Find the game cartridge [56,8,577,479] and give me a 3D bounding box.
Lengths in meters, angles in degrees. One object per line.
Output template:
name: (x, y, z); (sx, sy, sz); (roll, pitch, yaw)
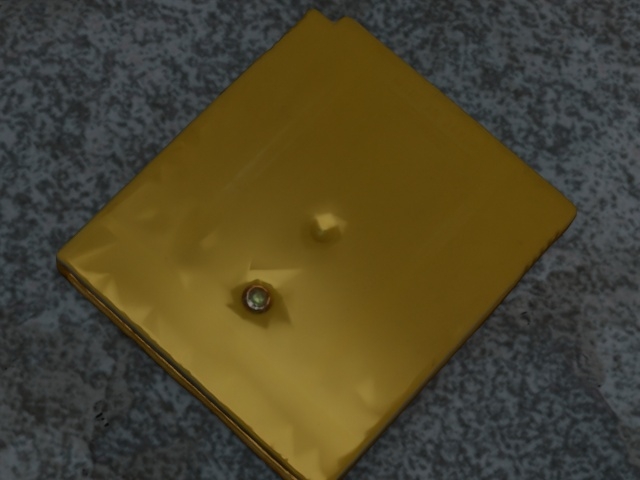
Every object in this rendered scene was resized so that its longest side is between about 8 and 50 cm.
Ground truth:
game cartridge: (0.000, 0.000, 1.287); (0.285, 0.053, 0.324); (42, 71, 10)
